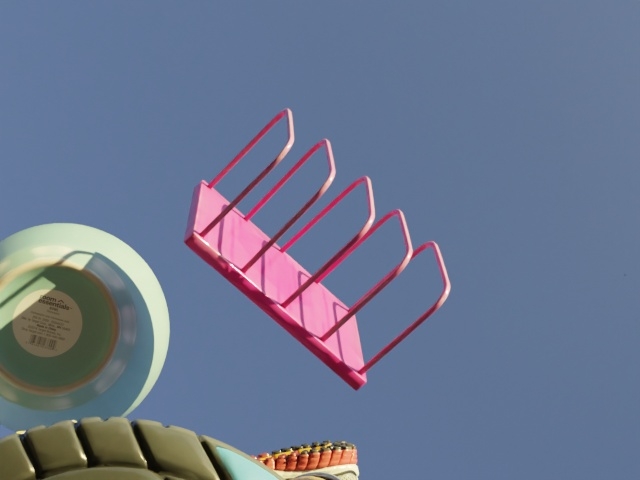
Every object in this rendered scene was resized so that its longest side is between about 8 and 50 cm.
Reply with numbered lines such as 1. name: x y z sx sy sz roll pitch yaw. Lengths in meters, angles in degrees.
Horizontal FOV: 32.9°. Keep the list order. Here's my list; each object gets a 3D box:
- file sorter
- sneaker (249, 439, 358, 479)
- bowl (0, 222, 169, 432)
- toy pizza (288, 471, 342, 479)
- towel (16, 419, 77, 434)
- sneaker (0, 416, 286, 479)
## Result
1. file sorter: 0.000 0.000 1.380 0.291 0.202 0.182 42 -76 -17
2. sneaker: -0.067 0.275 1.143 0.225 0.088 0.092 -9 -93 -4
3. bowl: -0.362 0.122 1.488 0.312 0.163 0.311 1 -96 -9
4. toy pizza: -0.041 0.288 0.928 0.032 0.201 0.201 36 -80 -27
5. towel: -0.186 0.173 0.788 0.009 0.060 0.083 -29 -102 30
6. sneaker: -0.164 0.174 0.554 0.341 0.139 0.125 1 -129 -4
